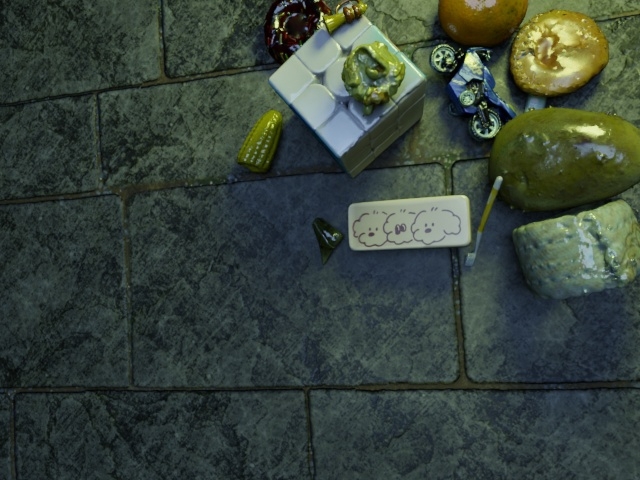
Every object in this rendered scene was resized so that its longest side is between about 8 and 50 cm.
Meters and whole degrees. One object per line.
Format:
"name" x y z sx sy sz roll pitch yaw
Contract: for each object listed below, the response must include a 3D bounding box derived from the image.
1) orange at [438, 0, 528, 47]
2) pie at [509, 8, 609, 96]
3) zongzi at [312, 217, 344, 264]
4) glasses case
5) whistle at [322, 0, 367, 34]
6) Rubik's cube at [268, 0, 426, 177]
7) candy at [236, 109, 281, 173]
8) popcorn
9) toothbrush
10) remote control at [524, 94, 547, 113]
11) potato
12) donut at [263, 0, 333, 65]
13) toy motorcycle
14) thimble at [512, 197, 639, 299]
"orange" 0.441 -0.650 1.270 0.240 0.171 0.240 0 88 10
"pie" 0.645 -0.511 1.269 0.273 0.069 0.274 -3 73 11
"zongzi" 0.000 0.000 1.402 0.104 0.052 0.113 39 109 17
"glasses case" 0.246 -0.044 1.311 0.336 0.076 0.144 -4 86 20
"whistle" 0.058 -0.541 1.119 0.109 0.057 0.046 -28 128 1
"Rubik's cube" 0.085 -0.389 1.270 0.291 0.291 0.290 -41 81 7
"candy" -0.175 -0.307 1.422 0.106 0.094 0.199 22 87 17
"popcorn" 0.117 -0.376 1.058 0.141 0.162 0.135 -38 44 -14
"toothbrush" 0.431 -0.044 1.245 0.024 0.021 0.288 4 126 -2
"remote control" 0.609 -0.408 1.306 0.053 0.018 0.125 13 90 10
"potato" 0.613 -0.213 1.174 0.359 0.219 0.270 -6 83 34
"donut" -0.071 -0.645 1.414 0.235 0.089 0.235 0 89 13
"toy motorcycle" 0.437 -0.425 1.298 0.168 0.113 0.315 -32 92 -1
"thimble" 0.638 0.018 1.150 0.291 0.291 0.195 -20 86 10
